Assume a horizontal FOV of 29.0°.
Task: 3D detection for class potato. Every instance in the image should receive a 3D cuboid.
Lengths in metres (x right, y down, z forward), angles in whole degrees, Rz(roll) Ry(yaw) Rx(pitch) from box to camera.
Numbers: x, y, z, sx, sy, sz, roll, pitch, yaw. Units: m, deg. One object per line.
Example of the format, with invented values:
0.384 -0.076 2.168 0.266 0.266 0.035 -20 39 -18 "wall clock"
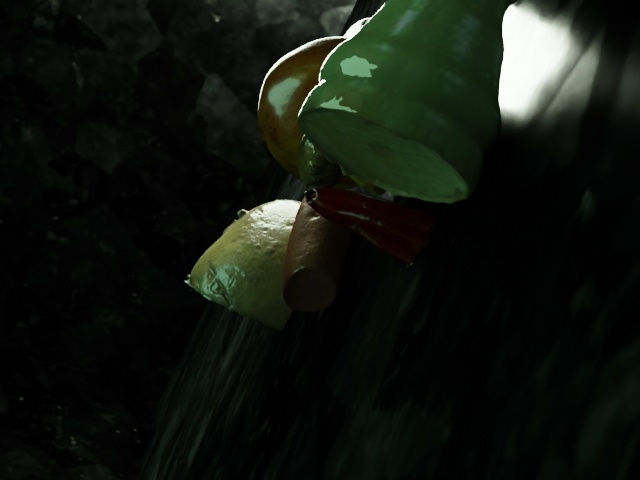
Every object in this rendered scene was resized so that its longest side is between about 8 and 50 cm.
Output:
-0.117 0.021 2.446 0.264 0.211 0.189 -62 7 -2 "potato"

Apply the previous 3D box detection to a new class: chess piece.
0.161 -0.286 1.521 0.442 0.234 0.234 -65 8 -14 "chess piece"

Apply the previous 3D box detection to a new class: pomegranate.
0.031 -0.207 2.038 0.264 0.264 0.264 -156 90 -82 "pomegranate"

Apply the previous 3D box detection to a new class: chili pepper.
0.057 -0.031 1.615 0.088 0.169 0.065 121 170 -49 "chili pepper"

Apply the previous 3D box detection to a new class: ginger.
0.013 -0.139 1.609 0.096 0.067 0.165 -46 -21 -73 "ginger"

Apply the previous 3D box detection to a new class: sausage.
0.000 0.000 2.092 0.259 0.113 0.113 -77 14 -47 "sausage"

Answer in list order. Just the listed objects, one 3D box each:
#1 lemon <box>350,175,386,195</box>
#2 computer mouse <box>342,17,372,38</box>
0.096 -0.161 1.716 0.178 0.178 0.203 -175 93 -81 "lemon"
0.083 -0.285 2.341 0.183 0.116 0.323 124 160 -49 "computer mouse"
